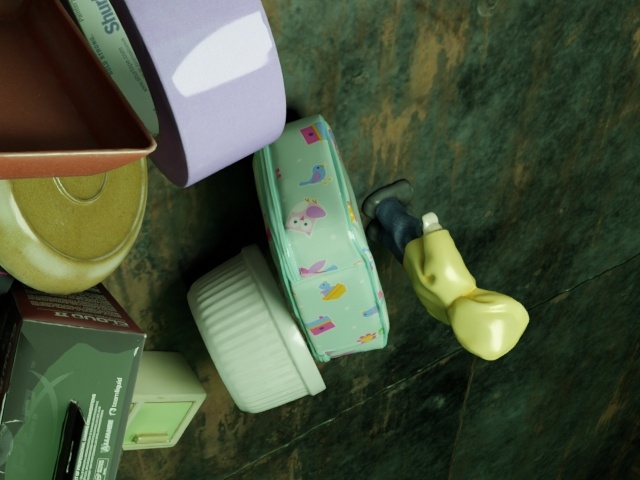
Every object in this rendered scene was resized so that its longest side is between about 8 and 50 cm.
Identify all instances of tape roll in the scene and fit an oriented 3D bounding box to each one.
[{"bbox_3d":[-0.134,-0.183,0.736,0.090,0.275,0.275,-30,143,-15],"label":"tape roll"}]

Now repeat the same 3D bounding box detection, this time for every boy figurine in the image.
[{"bbox_3d":[0.161,0.037,1.230,0.092,0.285,0.177,-29,140,-14],"label":"boy figurine"}]

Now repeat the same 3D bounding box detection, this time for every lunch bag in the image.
[{"bbox_3d":[0.000,0.000,1.105,0.107,0.224,0.279,-16,143,1],"label":"lunch bag"}]

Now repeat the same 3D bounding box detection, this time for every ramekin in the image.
[{"bbox_3d":[-0.085,0.117,1.169,0.109,0.207,0.207,-26,143,-5],"label":"ramekin"}]

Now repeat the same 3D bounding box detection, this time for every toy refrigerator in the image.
[{"bbox_3d":[-0.284,0.205,1.168,0.269,0.094,0.102,9,122,-47],"label":"toy refrigerator"}]

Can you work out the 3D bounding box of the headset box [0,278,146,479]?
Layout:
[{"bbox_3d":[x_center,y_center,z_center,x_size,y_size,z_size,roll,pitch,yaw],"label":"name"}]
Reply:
[{"bbox_3d":[-0.259,0.154,0.868,0.110,0.293,0.218,10,95,-25],"label":"headset box"}]

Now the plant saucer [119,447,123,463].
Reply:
[{"bbox_3d":[-0.377,0.296,1.125,0.277,0.041,0.278,-12,159,-5],"label":"plant saucer"}]

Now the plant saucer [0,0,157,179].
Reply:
[{"bbox_3d":[-0.288,-0.122,0.676,0.258,0.259,0.048,-6,134,-38],"label":"plant saucer"}]

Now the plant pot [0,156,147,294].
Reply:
[{"bbox_3d":[-0.227,-0.069,0.841,0.032,0.236,0.236,-5,155,27],"label":"plant pot"}]

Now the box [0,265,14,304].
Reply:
[{"bbox_3d":[-0.409,0.002,0.782,0.247,0.163,0.142,14,115,-49],"label":"box"}]
